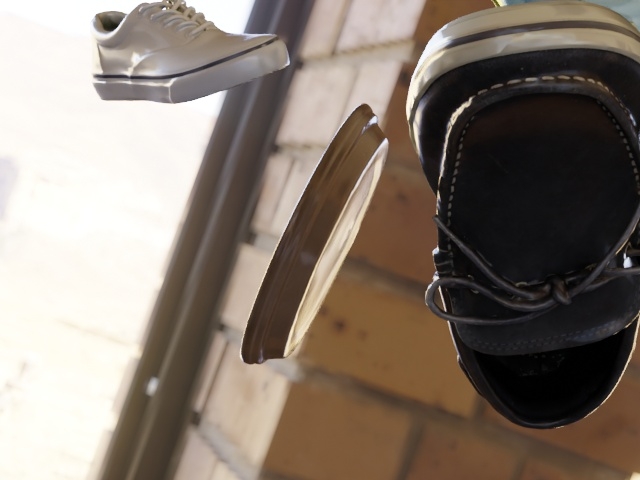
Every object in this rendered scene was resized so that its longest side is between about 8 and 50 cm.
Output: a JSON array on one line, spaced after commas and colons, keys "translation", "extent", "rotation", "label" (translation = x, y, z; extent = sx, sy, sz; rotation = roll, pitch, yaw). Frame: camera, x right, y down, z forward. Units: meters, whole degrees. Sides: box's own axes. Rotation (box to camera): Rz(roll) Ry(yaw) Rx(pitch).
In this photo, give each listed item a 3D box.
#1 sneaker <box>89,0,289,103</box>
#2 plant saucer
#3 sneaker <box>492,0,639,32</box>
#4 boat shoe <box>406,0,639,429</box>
[{"translation": [-0.134, -0.178, 1.497], "extent": [0.258, 0.091, 0.094], "rotation": [1, 22, 45], "label": "sneaker"}, {"translation": [0.000, 0.000, 1.589], "extent": [0.041, 0.278, 0.278], "rotation": [24, -1, 7], "label": "plant saucer"}, {"translation": [0.277, -0.158, 1.349], "extent": [0.319, 0.208, 0.127], "rotation": [40, -3, 24], "label": "sneaker"}, {"translation": [0.166, -0.002, 1.205], "extent": [0.187, 0.156, 0.500], "rotation": [-6, -29, 4], "label": "boat shoe"}]
